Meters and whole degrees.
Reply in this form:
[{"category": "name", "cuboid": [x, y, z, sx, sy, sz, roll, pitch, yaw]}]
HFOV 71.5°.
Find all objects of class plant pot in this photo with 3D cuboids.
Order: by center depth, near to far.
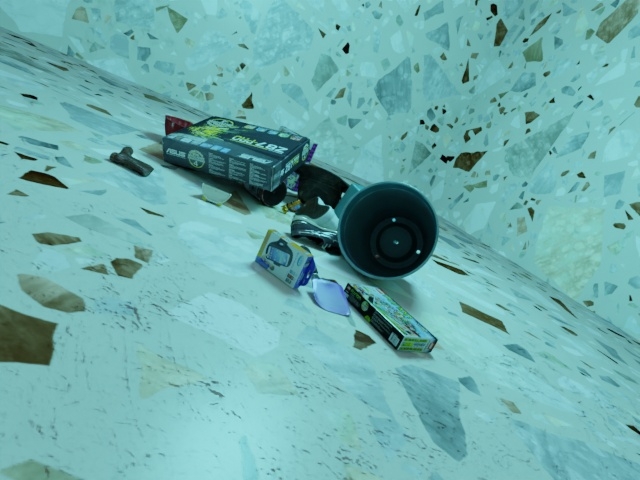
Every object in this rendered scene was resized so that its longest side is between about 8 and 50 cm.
[{"category": "plant pot", "cuboid": [0.209, -0.010, 1.312, 0.272, 0.271, 0.255, 30, 0, 17]}, {"category": "plant pot", "cuboid": [0.192, -0.072, 1.673, 0.234, 0.165, 0.166, 46, 23, 30]}]

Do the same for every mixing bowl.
[{"category": "mixing bowl", "cuboid": [-0.528, -0.404, 1.727, 0.182, 0.098, 0.181, 23, 14, -6]}]

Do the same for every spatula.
[{"category": "spatula", "cuboid": [-0.008, 0.079, 1.039, 0.084, 0.030, 0.296, 16, 17, -24]}]

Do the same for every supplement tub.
[{"category": "supplement tub", "cuboid": [-0.207, -0.202, 1.542, 0.106, 0.105, 0.198, 11, 21, -45]}]

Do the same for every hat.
[{"category": "hat", "cuboid": [-0.013, -0.196, 1.765, 0.332, 0.133, 0.331, 24, -1, 1]}]

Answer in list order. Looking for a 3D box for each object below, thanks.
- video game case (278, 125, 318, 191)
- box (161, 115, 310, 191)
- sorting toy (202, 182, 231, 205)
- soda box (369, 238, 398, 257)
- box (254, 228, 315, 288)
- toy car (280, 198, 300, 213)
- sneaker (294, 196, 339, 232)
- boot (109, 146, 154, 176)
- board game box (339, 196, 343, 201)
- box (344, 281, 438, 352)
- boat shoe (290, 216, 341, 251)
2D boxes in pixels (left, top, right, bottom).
[{"category": "video game case", "cuboid": [-0.140, -0.363, 1.973, 0.210, 0.231, 0.042, 35, 18, 29]}, {"category": "box", "cuboid": [-0.274, -0.308, 1.507, 0.396, 0.097, 0.318, 17, 34, 13]}, {"category": "sorting toy", "cuboid": [-0.302, -0.131, 1.272, 0.084, 0.044, 0.075, 21, 8, -14]}, {"category": "soda box", "cuboid": [0.200, 0.025, 1.522, 0.169, 0.060, 0.053, 16, 16, -31]}, {"category": "box", "cuboid": [-0.074, 0.042, 0.955, 0.136, 0.081, 0.028, 33, 16, 29]}, {"category": "toy car", "cuboid": [-0.113, -0.111, 1.559, 0.122, 0.060, 0.040, -33, 103, -54]}, {"category": "sneaker", "cuboid": [-0.003, -0.061, 1.472, 0.123, 0.106, 0.290, 53, -2, -21]}, {"category": "boot", "cuboid": [-0.504, -0.217, 1.230, 0.114, 0.037, 0.106, 22, 28, -1]}, {"category": "board game box", "cuboid": [0.148, -0.126, 1.930, 0.154, 0.026, 0.103, 27, -19, 6]}, {"category": "box", "cuboid": [0.148, 0.167, 0.981, 0.114, 0.036, 0.207, 14, 18, -39]}, {"category": "boat shoe", "cuboid": [0.000, 0.000, 1.318, 0.206, 0.075, 0.064, 26, 56, -21]}]
